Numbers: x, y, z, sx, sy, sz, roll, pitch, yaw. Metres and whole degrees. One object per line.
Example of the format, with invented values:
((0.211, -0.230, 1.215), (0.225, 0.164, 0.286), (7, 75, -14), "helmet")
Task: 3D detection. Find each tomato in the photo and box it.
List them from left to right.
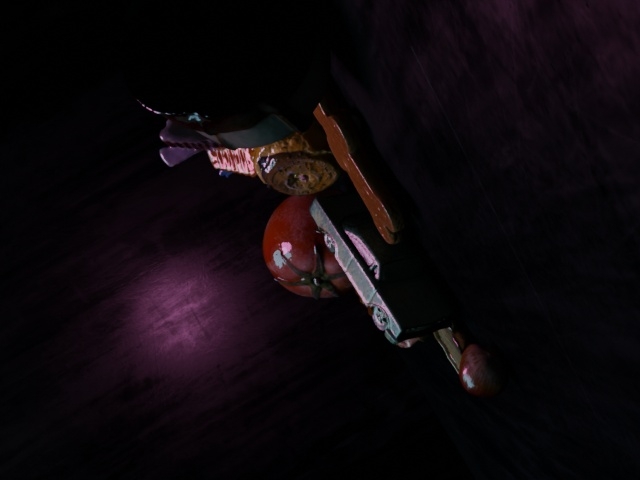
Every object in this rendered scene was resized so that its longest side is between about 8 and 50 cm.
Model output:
((0.000, 0.000, 1.868), (0.265, 0.264, 0.265), (59, 178, 4), "tomato")

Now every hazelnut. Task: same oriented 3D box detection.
((0.255, 0.203, 1.273), (0.086, 0.086, 0.086), (59, 178, 4), "hazelnut")

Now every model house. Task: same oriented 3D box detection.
((-0.194, -0.250, 1.746), (0.297, 0.339, 0.360), (61, 177, -7), "model house")

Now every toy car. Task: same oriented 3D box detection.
((0.106, 0.032, 1.446), (0.321, 0.141, 0.097), (58, 144, 30), "toy car")

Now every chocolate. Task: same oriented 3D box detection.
((-0.111, -0.255, 1.113), (0.284, 0.283, 0.186), (58, -169, 20), "chocolate")

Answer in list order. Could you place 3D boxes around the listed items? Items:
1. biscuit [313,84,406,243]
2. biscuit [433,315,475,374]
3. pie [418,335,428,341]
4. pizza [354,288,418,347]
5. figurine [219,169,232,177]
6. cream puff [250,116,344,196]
((0.053, -0.149, 1.322), (0.324, 0.049, 0.205), (58, 176, 10), "biscuit")
((0.242, 0.172, 1.544), (0.187, 0.036, 0.273), (58, 178, 8), "biscuit")
((0.196, 0.150, 1.820), (0.129, 0.068, 0.282), (60, 178, -6), "pie")
((0.138, 0.110, 2.169), (0.409, 0.114, 0.278), (55, -179, 27), "pizza")
((-0.181, -0.341, 2.135), (0.242, 0.298, 0.416), (7, 144, 24), "figurine")
((-0.042, -0.167, 1.555), (0.189, 0.189, 0.130), (62, -159, -55), "cream puff")
